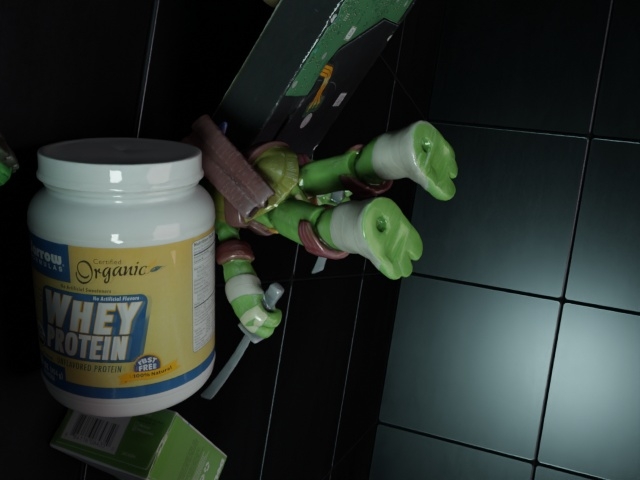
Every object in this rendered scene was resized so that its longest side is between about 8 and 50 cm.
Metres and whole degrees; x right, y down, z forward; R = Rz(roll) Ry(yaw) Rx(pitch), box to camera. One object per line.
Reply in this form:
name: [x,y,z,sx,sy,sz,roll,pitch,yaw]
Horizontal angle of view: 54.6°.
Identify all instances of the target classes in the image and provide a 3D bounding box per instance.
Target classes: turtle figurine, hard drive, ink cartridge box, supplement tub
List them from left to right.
supplement tub: [-0.159,0.024,0.510,0.144,0.144,0.200,-38,134,-64]
ink cartridge box: [-0.168,0.224,0.639,0.209,0.109,0.062,71,34,-55]
hard drive: [-0.011,-0.199,0.724,0.339,0.064,0.237,-53,172,23]
turtle figurine: [0.000,0.000,0.590,0.197,0.266,0.275,-20,101,-43]

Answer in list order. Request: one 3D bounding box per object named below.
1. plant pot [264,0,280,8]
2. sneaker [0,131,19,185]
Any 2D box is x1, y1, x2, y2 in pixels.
plant pot: [-0.064,-0.368,0.652,0.237,0.109,0.237,9,90,-73]
sneaker: [-0.267,-0.047,0.240,0.146,0.134,0.343,-46,173,10]
